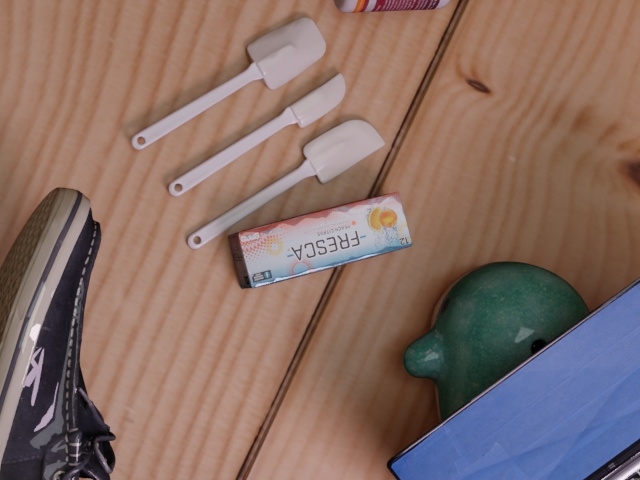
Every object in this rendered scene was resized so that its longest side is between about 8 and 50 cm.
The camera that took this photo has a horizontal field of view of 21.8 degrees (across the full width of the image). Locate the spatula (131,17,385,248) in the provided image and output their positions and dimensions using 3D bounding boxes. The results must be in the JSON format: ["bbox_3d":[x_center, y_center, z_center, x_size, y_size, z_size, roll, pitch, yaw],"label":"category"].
[{"bbox_3d":[-0.071,-0.112,1.758,0.242,0.019,0.168,-32,100,-13],"label":"spatula"}]

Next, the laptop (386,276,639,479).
[{"bbox_3d":[0.339,0.278,1.680,0.382,0.236,0.408,-36,83,0],"label":"laptop"}]

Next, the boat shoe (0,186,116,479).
[{"bbox_3d":[-0.272,0.199,1.610,0.156,0.187,0.500,11,89,-19],"label":"boat shoe"}]

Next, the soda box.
[{"bbox_3d":[0.000,0.000,1.746,0.183,0.058,0.063,-14,91,-14],"label":"soda box"}]

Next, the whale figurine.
[{"bbox_3d":[0.190,0.156,1.743,0.216,0.141,0.272,22,84,-13],"label":"whale figurine"}]

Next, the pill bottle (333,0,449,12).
[{"bbox_3d":[0.091,-0.287,1.770,0.152,0.086,0.086,-3,88,-15],"label":"pill bottle"}]
